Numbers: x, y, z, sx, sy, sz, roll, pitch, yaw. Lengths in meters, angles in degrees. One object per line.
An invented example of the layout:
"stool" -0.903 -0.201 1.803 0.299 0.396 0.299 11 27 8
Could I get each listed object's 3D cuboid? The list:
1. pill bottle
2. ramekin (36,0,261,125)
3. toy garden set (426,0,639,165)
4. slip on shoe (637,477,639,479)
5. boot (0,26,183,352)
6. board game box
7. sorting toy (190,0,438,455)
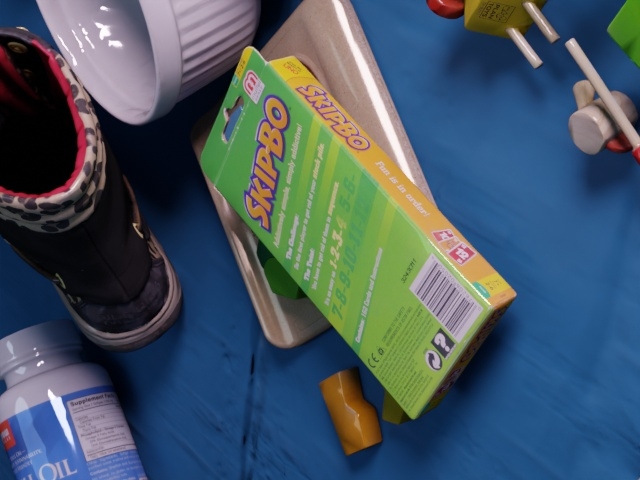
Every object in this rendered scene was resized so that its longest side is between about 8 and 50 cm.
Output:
"pill bottle" -0.257 0.199 1.298 0.124 0.124 0.222 -39 70 51
"ramekin" -0.136 -0.204 0.984 0.207 0.109 0.207 42 149 33
"toy garden set" 0.162 -0.133 0.684 0.244 0.049 0.204 52 151 14
"slip on shoe" 0.183 0.253 0.760 0.101 0.123 0.331 24 120 10
"boot" -0.267 -0.096 1.103 0.377 0.138 0.284 54 171 22
"board game box" 0.015 -0.011 0.888 0.259 0.039 0.124 47 134 20
"sorting toy" 0.000 0.000 0.961 0.229 0.041 0.307 -36 72 52
